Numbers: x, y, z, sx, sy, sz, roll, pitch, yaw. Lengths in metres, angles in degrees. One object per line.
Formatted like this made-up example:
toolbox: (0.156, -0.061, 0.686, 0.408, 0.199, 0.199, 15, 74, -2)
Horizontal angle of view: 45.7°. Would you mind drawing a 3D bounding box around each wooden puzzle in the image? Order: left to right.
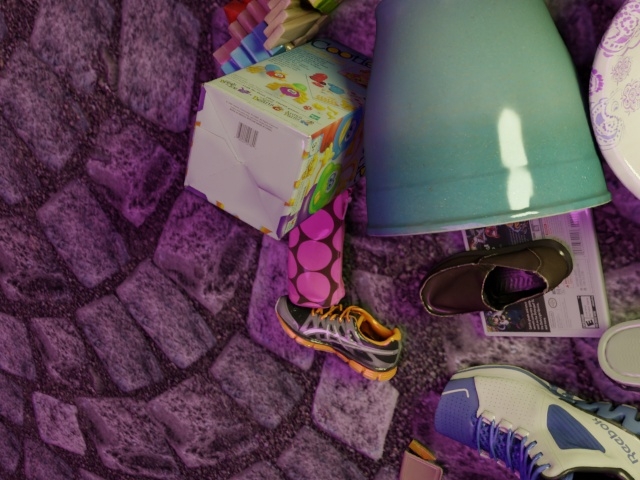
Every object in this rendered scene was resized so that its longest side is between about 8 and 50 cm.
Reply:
wooden puzzle: (0.167, 0.386, 1.260, 0.078, 0.014, 0.116, 29, 125, 23)

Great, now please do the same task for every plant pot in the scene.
plant pot: (0.166, -0.151, 0.847, 0.271, 0.271, 0.255, -6, 96, 34)

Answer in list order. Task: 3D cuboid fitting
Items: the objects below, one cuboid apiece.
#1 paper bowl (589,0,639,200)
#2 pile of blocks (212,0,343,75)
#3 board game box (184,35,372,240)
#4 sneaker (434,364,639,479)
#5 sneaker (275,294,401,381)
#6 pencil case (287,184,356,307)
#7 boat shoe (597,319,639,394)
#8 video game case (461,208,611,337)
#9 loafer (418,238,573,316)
paper bowl: (0.422, -0.157, 0.742, 0.284, 0.148, 0.284, 14, 120, 26)
pile of blocks: (-0.069, -0.296, 0.982, 0.113, 0.149, 0.362, 51, 129, 0)
board game box: (-0.021, -0.138, 0.948, 0.144, 0.275, 0.142, 29, 126, 17)
sneaker: (0.292, 0.280, 1.020, 0.315, 0.182, 0.128, 10, 116, 28)
sneaker: (0.032, 0.132, 1.179, 0.214, 0.084, 0.083, 25, 124, 7)
pencil case: (0.000, 0.000, 1.126, 0.098, 0.095, 0.209, 10, 121, 15)
boat shoe: (0.488, 0.140, 0.889, 0.302, 0.091, 0.114, 3, 70, 32)
video game case: (0.284, 0.041, 1.009, 0.173, 0.022, 0.190, -4, 112, 33)
loafer: (0.214, 0.055, 0.993, 0.220, 0.078, 0.080, -23, 100, 38)
